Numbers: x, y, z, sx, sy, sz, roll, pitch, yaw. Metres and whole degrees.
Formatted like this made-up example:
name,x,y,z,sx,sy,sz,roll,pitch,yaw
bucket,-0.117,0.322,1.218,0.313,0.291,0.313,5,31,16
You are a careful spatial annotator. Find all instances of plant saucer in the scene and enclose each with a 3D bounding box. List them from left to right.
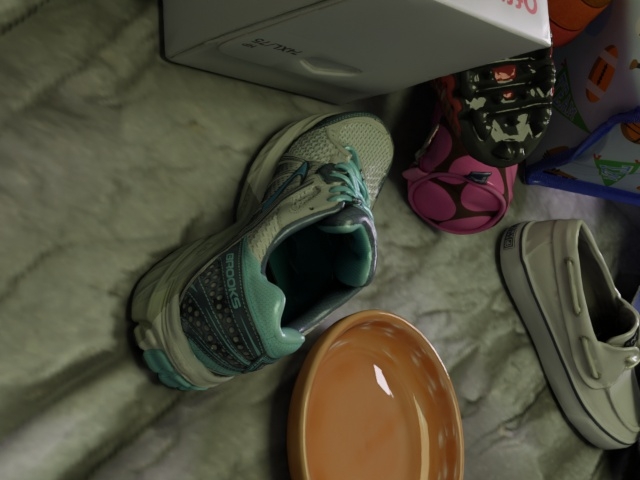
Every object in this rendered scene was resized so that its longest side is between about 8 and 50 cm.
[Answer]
name,x,y,z,sx,sy,sz,roll,pitch,yaw
plant saucer,0.038,0.152,0.918,0.200,0.037,0.200,18,67,-48

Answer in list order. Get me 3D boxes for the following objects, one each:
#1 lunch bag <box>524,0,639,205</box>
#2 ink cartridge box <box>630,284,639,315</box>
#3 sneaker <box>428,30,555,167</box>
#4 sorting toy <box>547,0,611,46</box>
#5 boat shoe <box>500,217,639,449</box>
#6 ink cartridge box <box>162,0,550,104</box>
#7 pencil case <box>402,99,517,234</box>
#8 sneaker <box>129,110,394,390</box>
name,x,y,z,sx,sy,sz,roll,pitch,yaw
lunch bag,0.417,-0.195,1.221,0.385,0.239,0.328,13,72,-22
ink cartridge box,0.466,0.066,1.395,0.303,0.072,0.307,54,51,-35
sneaker,0.109,-0.176,0.997,0.098,0.135,0.276,-6,72,-22
sorting toy,0.213,-0.355,1.046,0.127,0.126,0.365,-8,90,-41
boat shoe,0.263,0.089,1.169,0.096,0.088,0.267,-49,119,-46
ink cartridge box,0.020,-0.257,0.867,0.198,0.197,0.270,7,76,-50
pencil case,0.132,-0.114,1.063,0.098,0.095,0.209,26,57,-17
sneaker,0.000,0.000,0.840,0.110,0.122,0.283,60,42,-23
